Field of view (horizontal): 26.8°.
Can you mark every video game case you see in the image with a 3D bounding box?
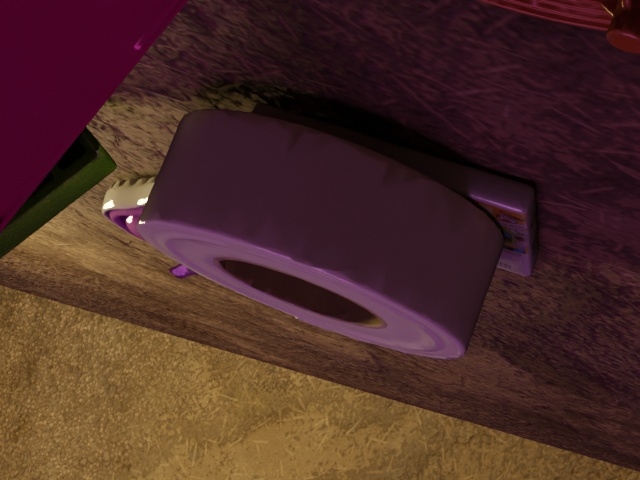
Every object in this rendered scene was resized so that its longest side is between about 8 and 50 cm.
[{"bbox_3d":[0.067,-0.038,1.103,0.227,0.026,0.206,19,169,14],"label":"video game case"}]

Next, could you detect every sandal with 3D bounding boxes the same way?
[{"bbox_3d":[-0.118,-0.001,1.412,0.169,0.102,0.416,25,168,-23],"label":"sandal"}]

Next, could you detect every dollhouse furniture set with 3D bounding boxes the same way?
[{"bbox_3d":[-0.354,-0.153,1.203,0.301,0.151,0.197,48,177,30],"label":"dollhouse furniture set"}]

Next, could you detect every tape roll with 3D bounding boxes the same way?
[{"bbox_3d":[0.000,0.000,1.083,0.286,0.100,0.286,20,169,4],"label":"tape roll"}]

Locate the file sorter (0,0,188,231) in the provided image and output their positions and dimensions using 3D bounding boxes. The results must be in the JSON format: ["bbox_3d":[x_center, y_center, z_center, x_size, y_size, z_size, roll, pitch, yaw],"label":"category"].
[{"bbox_3d":[-0.242,-0.128,0.548,0.290,0.202,0.182,12,-143,-53],"label":"file sorter"}]

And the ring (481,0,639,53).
[{"bbox_3d":[0.073,-0.153,0.522,0.336,0.032,0.336,21,169,4],"label":"ring"}]
